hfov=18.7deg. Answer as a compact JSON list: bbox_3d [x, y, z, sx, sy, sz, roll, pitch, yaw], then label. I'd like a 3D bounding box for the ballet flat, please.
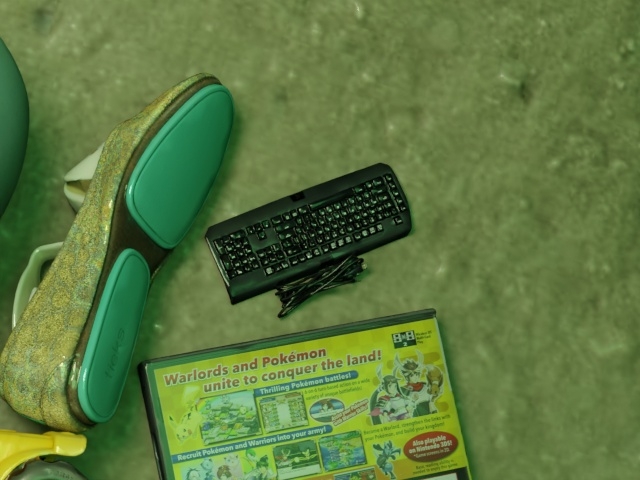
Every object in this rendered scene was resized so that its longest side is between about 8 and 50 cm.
[{"bbox_3d":[-0.183,-0.002,1.652,0.123,0.123,0.348,25,65,-10],"label":"ballet flat"}]

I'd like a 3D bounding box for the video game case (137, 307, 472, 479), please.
[{"bbox_3d":[-0.003,0.204,1.701,0.275,0.035,0.248,-10,82,-17],"label":"video game case"}]

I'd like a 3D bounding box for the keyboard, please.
[{"bbox_3d":[0.000,0.000,1.742,0.192,0.038,0.100,-22,86,-18],"label":"keyboard"}]

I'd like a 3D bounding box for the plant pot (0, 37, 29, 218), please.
[{"bbox_3d":[-0.371,-0.078,1.527,0.293,0.293,0.235,44,51,-4],"label":"plant pot"}]

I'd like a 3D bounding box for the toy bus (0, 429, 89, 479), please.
[{"bbox_3d":[-0.297,0.249,1.537,0.211,0.149,0.220,12,76,-18],"label":"toy bus"}]
